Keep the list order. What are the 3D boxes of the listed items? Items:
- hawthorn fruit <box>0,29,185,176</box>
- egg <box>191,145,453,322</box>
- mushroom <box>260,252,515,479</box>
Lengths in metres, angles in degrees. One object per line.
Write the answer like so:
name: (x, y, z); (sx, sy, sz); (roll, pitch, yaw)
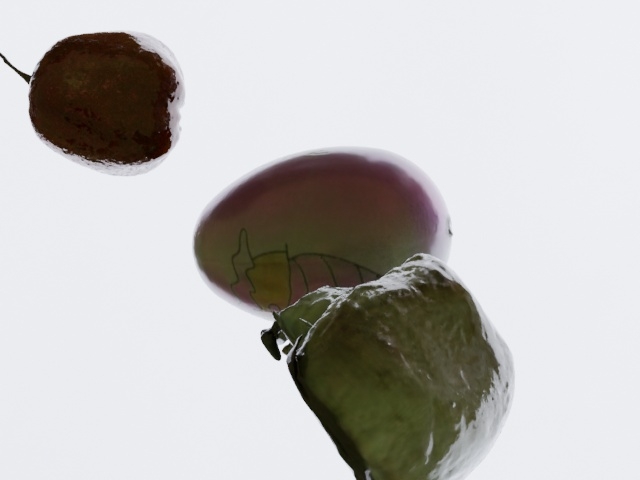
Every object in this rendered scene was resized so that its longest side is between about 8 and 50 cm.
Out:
hawthorn fruit: (-0.243, -0.147, 1.138); (0.204, 0.162, 0.162); (6, -82, -13)
egg: (0.000, 0.000, 1.143); (0.271, 0.196, 0.196); (-10, -88, 1)
mushroom: (0.076, 0.112, 0.902); (0.164, 0.267, 0.189); (-37, -112, -1)
